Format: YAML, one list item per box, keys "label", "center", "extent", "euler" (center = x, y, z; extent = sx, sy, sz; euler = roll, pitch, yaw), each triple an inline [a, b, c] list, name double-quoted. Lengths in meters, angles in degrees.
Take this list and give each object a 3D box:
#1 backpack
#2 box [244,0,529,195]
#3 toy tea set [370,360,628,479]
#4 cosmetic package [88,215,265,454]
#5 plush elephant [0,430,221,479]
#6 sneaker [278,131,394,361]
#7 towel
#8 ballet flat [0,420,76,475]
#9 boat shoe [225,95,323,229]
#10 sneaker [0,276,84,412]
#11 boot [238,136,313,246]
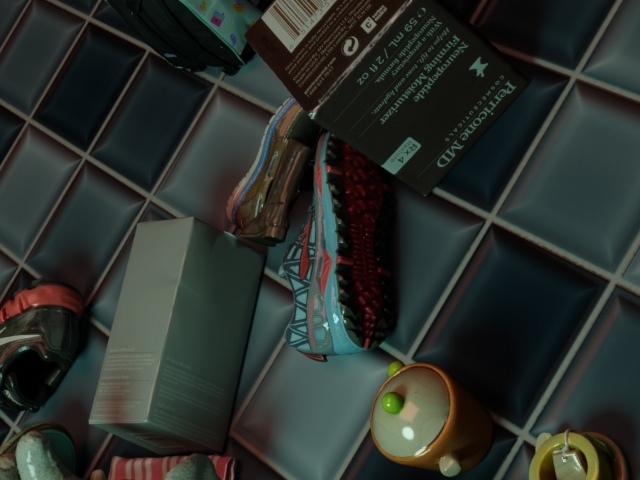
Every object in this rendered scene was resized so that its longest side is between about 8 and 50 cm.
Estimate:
- label: "backpack"
  center: [-0.170, -0.304, 1.776]
  extent: [0.166, 0.188, 0.144]
  euler: [12, 76, 45]
- label: "box"
  center: [0.067, -0.187, 1.492]
  extent: [0.168, 0.203, 0.167]
  euler: [-49, 45, 11]
- label: "toy tea set"
  center: [0.143, 0.225, 1.261]
  extent: [0.336, 0.124, 0.200]
  euler: [12, 76, 45]
- label: "cosmetic package"
  center: [-0.154, 0.104, 1.591]
  extent: [0.107, 0.127, 0.238]
  euler: [-9, 61, 39]
- label: "plush elephant"
  center: [-0.246, 0.307, 1.429]
  extent: [0.330, 0.272, 0.255]
  euler: [36, 123, 12]
- label: "sneaker"
  center: [0.000, 0.000, 1.526]
  extent: [0.125, 0.104, 0.262]
  euler: [-21, 54, 36]
- label: "towel"
  center: [-0.177, 0.302, 1.574]
  extent: [0.197, 0.029, 0.144]
  euler: [-7, 63, 39]
- label: "ballet flat"
  center: [-0.380, 0.373, 1.664]
  extent: [0.123, 0.123, 0.349]
  euler: [0, 68, 42]
- label: "boat shoe"
  center: [-0.034, -0.083, 1.634]
  extent: [0.066, 0.066, 0.183]
  euler: [39, 106, 41]
- label: "sneaker"
  center: [-0.400, 0.165, 1.795]
  extent: [0.276, 0.097, 0.135]
  euler: [-34, 47, 22]
- label: "boot"
  center: [-0.047, -0.053, 1.580]
  extent: [0.106, 0.037, 0.114]
  euler: [-4, 70, 63]
